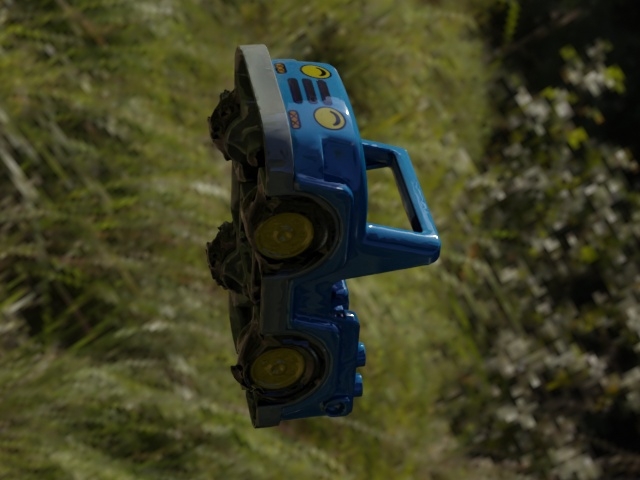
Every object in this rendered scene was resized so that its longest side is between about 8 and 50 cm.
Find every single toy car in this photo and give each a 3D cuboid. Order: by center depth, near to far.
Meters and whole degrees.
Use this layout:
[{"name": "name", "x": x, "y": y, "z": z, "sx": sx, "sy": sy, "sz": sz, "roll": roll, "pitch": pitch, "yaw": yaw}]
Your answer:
[{"name": "toy car", "x": 0.000, "y": 0.000, "z": 0.871, "sx": 0.100, "sy": 0.191, "sz": 0.097, "roll": -5, "pitch": 40, "yaw": -10}]
